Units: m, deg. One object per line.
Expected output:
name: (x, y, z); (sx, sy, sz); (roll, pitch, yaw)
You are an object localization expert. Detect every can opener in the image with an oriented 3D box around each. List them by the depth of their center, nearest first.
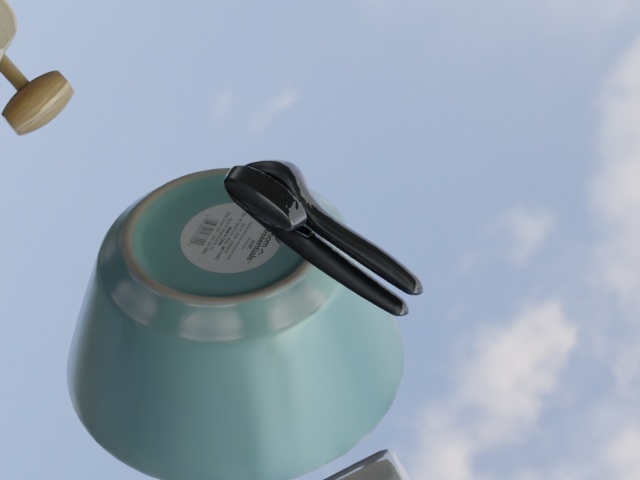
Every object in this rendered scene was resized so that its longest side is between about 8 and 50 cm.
can opener: (0.000, 0.000, 1.301); (0.059, 0.186, 0.073); (-50, -177, 42)

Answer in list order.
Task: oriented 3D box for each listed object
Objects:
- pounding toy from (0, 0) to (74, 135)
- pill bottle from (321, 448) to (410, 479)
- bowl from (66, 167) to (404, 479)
pounding toy: (-0.340, -0.155, 1.279); (0.154, 0.269, 0.155); (-51, -155, -12)
pill bottle: (-0.089, 0.290, 0.898); (0.392, 0.224, 0.224); (-28, -138, 1)
bowl: (-0.082, 0.052, 1.427); (0.311, 0.163, 0.311); (-2, -137, 2)
